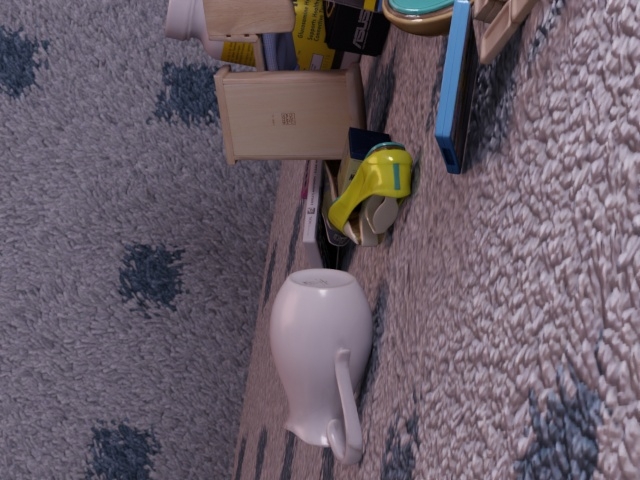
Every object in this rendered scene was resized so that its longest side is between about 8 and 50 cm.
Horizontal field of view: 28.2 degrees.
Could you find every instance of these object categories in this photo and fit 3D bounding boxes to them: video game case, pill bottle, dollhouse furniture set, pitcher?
[{"bbox_3d":[0.122,-0.132,1.135,0.166,0.015,0.119,40,-121,-78],"label":"video game case"},{"bbox_3d":[-0.093,-0.391,2.210,0.188,0.334,0.188,-171,90,-83],"label":"pill bottle"},{"bbox_3d":[-0.018,-0.278,1.865,0.303,0.198,0.286,-67,-26,-59],"label":"dollhouse furniture set"},{"bbox_3d":[0.003,-0.021,1.930,0.190,0.022,0.173,75,-163,-57],"label":"video game case"},{"bbox_3d":[0.011,0.150,1.521,0.178,0.125,0.207,-150,58,-61],"label":"pitcher"}]

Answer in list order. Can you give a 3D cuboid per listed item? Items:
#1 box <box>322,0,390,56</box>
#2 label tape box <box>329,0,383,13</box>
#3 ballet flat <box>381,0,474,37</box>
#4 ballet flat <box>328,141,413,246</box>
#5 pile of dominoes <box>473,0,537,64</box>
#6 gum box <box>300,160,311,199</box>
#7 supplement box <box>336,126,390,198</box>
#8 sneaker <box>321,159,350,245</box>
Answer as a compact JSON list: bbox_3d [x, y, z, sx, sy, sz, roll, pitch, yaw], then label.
[{"bbox_3d":[0.074,-0.522,1.943,0.395,0.097,0.318,-93,16,-46],"label":"box"},{"bbox_3d":[0.084,-0.399,1.551,0.334,0.106,0.240,32,114,57],"label":"label tape box"},{"bbox_3d":[0.116,-0.230,1.188,0.232,0.080,0.073,-56,-24,-48],"label":"ballet flat"},{"bbox_3d":[0.060,-0.036,1.522,0.231,0.077,0.077,118,144,-65],"label":"ballet flat"},{"bbox_3d":[0.188,-0.267,0.988,0.251,0.040,0.196,126,154,-58],"label":"pile of dominoes"},{"bbox_3d":[0.017,-0.166,2.110,0.107,0.062,0.188,124,155,-74],"label":"gum box"},{"bbox_3d":[0.057,-0.091,1.669,0.083,0.056,0.083,-92,13,-61],"label":"supplement box"},{"bbox_3d":[0.027,-0.066,1.850,0.192,0.064,0.086,-93,17,-56],"label":"sneaker"}]
